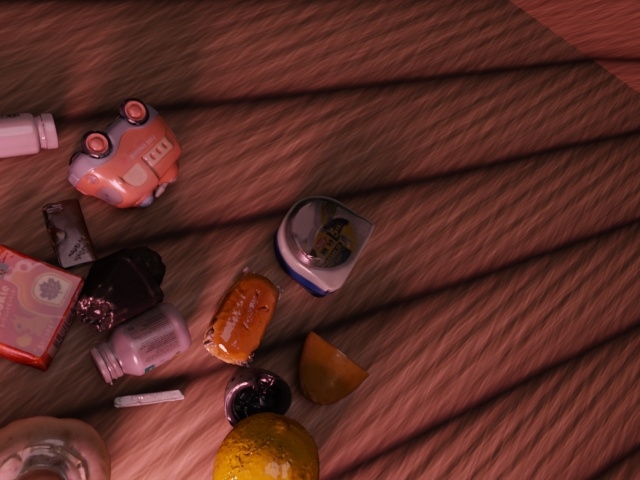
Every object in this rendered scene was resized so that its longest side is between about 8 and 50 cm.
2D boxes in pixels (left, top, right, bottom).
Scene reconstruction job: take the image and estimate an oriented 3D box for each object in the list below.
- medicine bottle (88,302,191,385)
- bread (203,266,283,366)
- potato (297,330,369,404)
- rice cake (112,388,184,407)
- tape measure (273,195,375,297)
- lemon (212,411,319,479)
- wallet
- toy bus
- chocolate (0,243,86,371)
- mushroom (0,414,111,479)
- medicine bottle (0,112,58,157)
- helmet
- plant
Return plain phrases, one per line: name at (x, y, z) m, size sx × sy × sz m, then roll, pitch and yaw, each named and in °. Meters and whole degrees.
medicine bottle at (-0.436, 0.251, 1.378) m, size 0.215 × 0.135 × 0.135 m, roll -27°, pitch 86°, yaw -30°
bread at (-0.206, 0.204, 1.521) m, size 0.136 × 0.107 × 0.241 m, roll 33°, pitch 63°, yaw -15°
potato at (0.010, 0.363, 1.548) m, size 0.158 × 0.178 × 0.203 m, roll -50°, pitch 123°, yaw -14°
rice cake at (-0.419, 0.387, 1.400) m, size 0.170 × 0.033 × 0.029 m, roll 0°, pitch 74°, yaw -25°
tape measure at (0.002, 0.001, 1.668) m, size 0.262 × 0.138 × 0.259 m, roll 37°, pitch 60°, yaw -10°
lemon at (-0.127, 0.557, 1.348) m, size 0.258 × 0.258 × 0.310 m, roll -6°, pitch 116°, yaw -27°
wallet at (-0.632, -0.018, 1.439) m, size 0.095 × 0.026 × 0.176 m, roll -16°, pitch 80°, yaw -26°
toy bus at (-0.496, -0.207, 1.486) m, size 0.232 × 0.194 × 0.288 m, roll 46°, pitch 59°, yaw -19°
chocolate at (-0.690, 0.149, 1.311) m, size 0.234 × 0.108 × 0.237 m, roll 26°, pitch 65°, yaw -14°
mushroom at (-0.557, 0.507, 1.121) m, size 0.314 × 0.336 × 0.314 m, roll 3°, pitch 84°, yaw -29°
medicine bottle at (-0.760, -0.261, 1.415) m, size 0.186 × 0.103 × 0.103 m, roll -14°, pitch 80°, yaw -28°
helmet at (-0.173, 0.394, 1.467) m, size 0.177 × 0.107 × 0.153 m, roll 17°, pitch 99°, yaw -36°
plant at (-0.478, 0.112, 1.380) m, size 0.164 × 0.141 × 0.256 m, roll 61°, pitch 29°, yaw -15°
